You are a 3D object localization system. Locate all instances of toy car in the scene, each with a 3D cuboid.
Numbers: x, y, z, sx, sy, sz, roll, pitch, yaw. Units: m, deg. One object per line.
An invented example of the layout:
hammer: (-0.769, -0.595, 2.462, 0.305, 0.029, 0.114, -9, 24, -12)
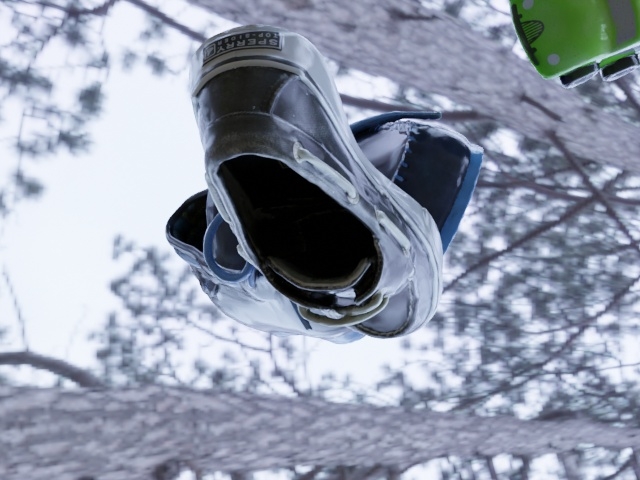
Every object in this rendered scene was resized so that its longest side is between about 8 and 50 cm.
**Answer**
toy car: (0.190, -0.129, 0.756, 0.053, 0.225, 0.239, -28, -97, 43)

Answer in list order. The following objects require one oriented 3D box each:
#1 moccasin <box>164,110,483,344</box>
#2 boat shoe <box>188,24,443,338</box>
moccasin: (-0.023, -0.003, 0.833, 0.137, 0.117, 0.342, -64, -166, -23)
boat shoe: (0.000, 0.000, 0.602, 0.078, 0.219, 0.070, -15, -126, 17)
